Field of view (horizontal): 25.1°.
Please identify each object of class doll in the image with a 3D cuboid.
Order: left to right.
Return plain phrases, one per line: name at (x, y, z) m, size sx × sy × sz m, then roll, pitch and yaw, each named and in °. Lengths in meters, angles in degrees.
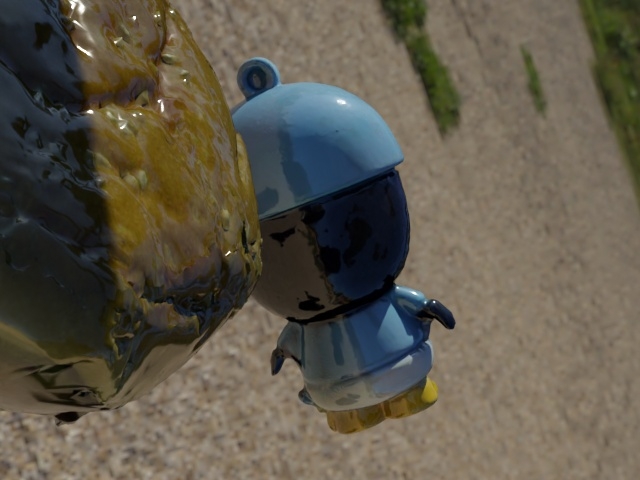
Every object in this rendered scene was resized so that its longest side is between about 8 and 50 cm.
doll at (0.000, 0.000, 1.170) m, size 0.141 × 0.177 × 0.314 m, roll -51°, pitch 122°, yaw -74°

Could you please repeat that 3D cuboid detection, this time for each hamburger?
hamburger at (-0.140, -0.051, 0.587) m, size 0.265 × 0.134 × 0.285 m, roll 60°, pitch 20°, yaw -3°
